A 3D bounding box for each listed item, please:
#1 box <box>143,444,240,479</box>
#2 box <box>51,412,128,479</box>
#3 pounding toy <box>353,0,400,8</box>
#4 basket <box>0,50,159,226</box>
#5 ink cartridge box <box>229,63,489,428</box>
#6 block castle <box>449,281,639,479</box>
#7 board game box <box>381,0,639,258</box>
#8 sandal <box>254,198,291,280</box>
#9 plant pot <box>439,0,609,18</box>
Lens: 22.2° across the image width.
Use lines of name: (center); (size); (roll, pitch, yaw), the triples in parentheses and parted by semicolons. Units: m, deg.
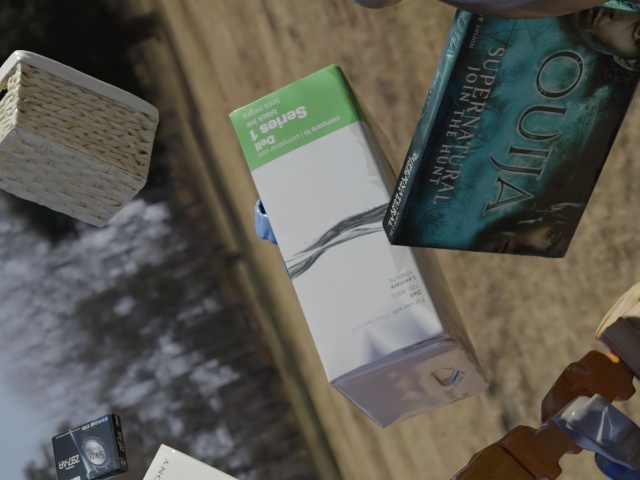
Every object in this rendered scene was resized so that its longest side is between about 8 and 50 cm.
box: (-0.105, 0.384, 1.792); (0.322, 0.232, 0.058); (18, 165, 38)
box: (-0.255, 0.236, 1.805); (0.018, 0.083, 0.067); (34, -142, -56)
pounding toy: (0.065, -0.256, 1.118); (0.183, 0.110, 0.237); (-61, 26, 19)
basket: (-0.262, -0.099, 1.658); (0.113, 0.167, 0.103); (-41, 37, 41)
ink cartridge box: (0.030, 0.010, 1.171); (0.160, 0.093, 0.219); (48, -160, -65)
block castle: (0.244, 0.177, 0.986); (0.213, 0.303, 0.453); (45, 171, -2)
board game box: (0.124, -0.072, 1.011); (0.026, 0.126, 0.186); (-109, 29, -50)
sandal: (0.000, 0.000, 1.807); (0.138, 0.126, 0.317); (-67, -29, -27)
plant pot: (0.118, -0.192, 0.649); (0.110, 0.237, 0.237); (19, -143, -46)
